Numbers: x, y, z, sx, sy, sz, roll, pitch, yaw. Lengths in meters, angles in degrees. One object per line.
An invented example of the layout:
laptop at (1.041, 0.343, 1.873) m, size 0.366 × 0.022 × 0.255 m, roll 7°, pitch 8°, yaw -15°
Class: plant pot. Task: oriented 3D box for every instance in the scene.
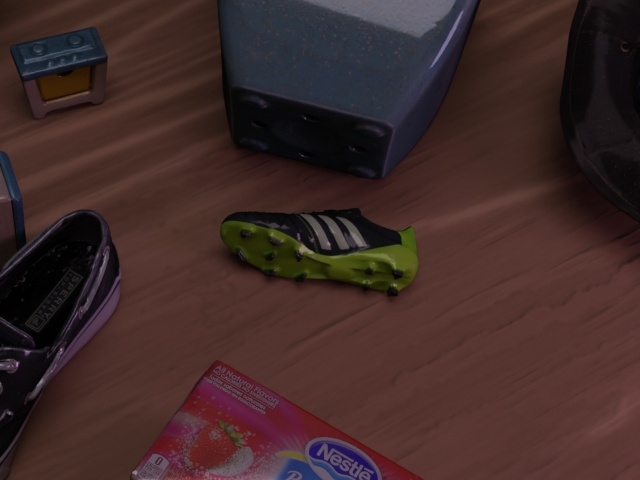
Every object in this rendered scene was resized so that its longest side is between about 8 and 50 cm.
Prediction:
plant pot at (0.018, -0.203, 1.301) m, size 0.247 × 0.248 × 0.252 m, roll 15°, pitch 73°, yaw 2°

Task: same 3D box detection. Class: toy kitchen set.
toy kitchen set at (-0.247, -0.094, 1.259) m, size 0.166 × 0.122 × 0.207 m, roll -15°, pitch 61°, yaw -16°

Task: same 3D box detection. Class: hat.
hat at (0.376, -0.133, 1.356) m, size 0.331 × 0.134 × 0.331 m, roll -2°, pitch 72°, yaw 5°

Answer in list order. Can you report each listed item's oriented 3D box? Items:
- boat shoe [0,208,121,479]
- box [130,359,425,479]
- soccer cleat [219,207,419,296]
boat shoe at (-0.258, 0.097, 1.145) m, size 0.108 × 0.102 × 0.301 m, roll 30°, pitch 58°, yaw 12°
box at (-0.007, 0.221, 1.081) m, size 0.257 × 0.128 × 0.122 m, roll 29°, pitch 59°, yaw 12°
soccer cleat at (0.000, 0.000, 1.273) m, size 0.179 × 0.060 × 0.072 m, roll 13°, pitch 47°, yaw -6°
